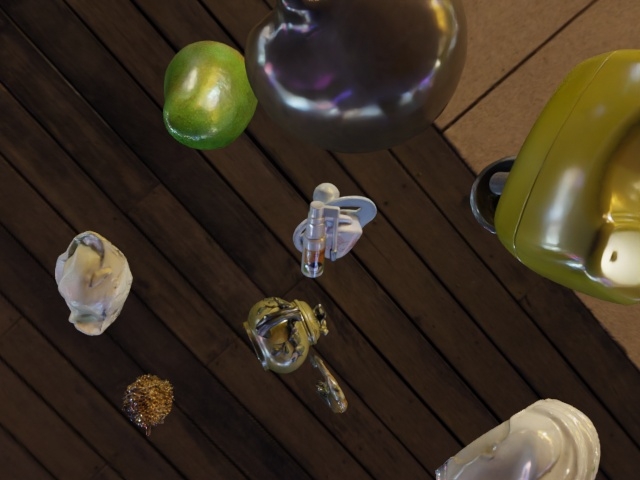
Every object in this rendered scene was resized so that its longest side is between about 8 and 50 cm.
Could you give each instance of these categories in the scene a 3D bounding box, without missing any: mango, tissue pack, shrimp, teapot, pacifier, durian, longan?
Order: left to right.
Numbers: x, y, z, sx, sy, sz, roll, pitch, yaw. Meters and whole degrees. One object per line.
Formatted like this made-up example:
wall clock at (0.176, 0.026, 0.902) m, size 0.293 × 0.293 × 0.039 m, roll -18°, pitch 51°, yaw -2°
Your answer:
durian at (-0.258, 0.245, 0.835) m, size 0.080 × 0.080 × 0.091 m, roll -4°, pitch 69°, yaw 0°
mango at (-0.264, -0.338, 1.306) m, size 0.201 × 0.382 × 0.225 m, roll -27°, pitch 117°, yaw 26°
teapot at (-0.070, 0.196, 1.250) m, size 0.182 × 0.269 × 0.173 m, roll -24°, pitch 68°, yaw -11°
shrimp at (0.012, 0.357, 1.414) m, size 0.051 × 0.217 × 0.150 m, roll -27°, pitch 93°, yaw -16°
pacifier at (0.023, -0.072, 1.652) m, size 0.238 × 0.287 × 0.226 m, roll 0°, pitch 53°, yaw -22°
longan at (0.045, -0.238, 0.719) m, size 0.300 × 0.300 × 0.243 m, roll -15°, pitch 66°, yaw 1°
tissue pack at (0.218, -0.050, 0.433) m, size 0.123 × 0.127 × 0.178 m, roll 21°, pitch 97°, yaw -32°

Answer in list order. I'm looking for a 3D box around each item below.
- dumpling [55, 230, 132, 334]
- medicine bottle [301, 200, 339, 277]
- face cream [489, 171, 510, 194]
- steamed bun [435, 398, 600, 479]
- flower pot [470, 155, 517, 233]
dumpling at (-0.698, 0.114, 1.694) m, size 0.242 × 0.187 × 0.318 m, roll 13°, pitch 104°, yaw 28°
medicine bottle at (0.000, 0.000, 1.437) m, size 0.092 × 0.061 × 0.221 m, roll 9°, pitch 129°, yaw 5°
face cream at (0.602, -0.165, 1.661) m, size 0.073 × 0.283 × 0.073 m, roll -2°, pitch 98°, yaw -11°
steamed bun at (0.222, 0.255, 0.606) m, size 0.182 × 0.183 × 0.106 m, roll -31°, pitch 60°, yaw 1°
flower pot at (0.655, -0.135, 1.861) m, size 0.268 × 0.166 × 0.269 m, roll -6°, pitch 79°, yaw 33°
